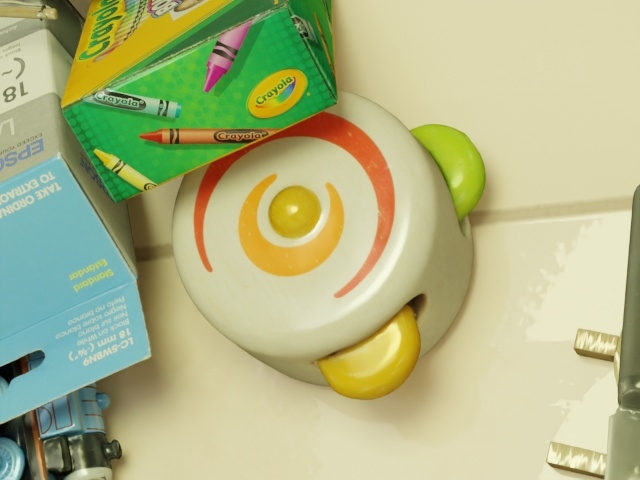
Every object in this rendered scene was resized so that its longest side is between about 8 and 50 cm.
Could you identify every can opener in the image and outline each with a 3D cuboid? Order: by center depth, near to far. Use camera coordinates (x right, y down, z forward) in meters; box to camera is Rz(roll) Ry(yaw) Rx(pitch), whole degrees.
[{"bbox_3d":[0.231,0.100,1.240,0.076,0.095,0.283,4,62,10],"label":"can opener"}]

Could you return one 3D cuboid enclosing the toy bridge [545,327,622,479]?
[{"bbox_3d":[0.184,0.150,1.260,0.063,0.026,0.188,11,78,19],"label":"toy bridge"}]

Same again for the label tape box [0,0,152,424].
[{"bbox_3d":[-0.269,-0.022,1.364,0.240,0.106,0.334,-25,47,10],"label":"label tape box"}]

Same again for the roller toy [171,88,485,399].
[{"bbox_3d":[0.000,0.000,1.301,0.191,0.146,0.209,11,78,22],"label":"roller toy"}]

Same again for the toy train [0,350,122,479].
[{"bbox_3d":[-0.207,0.115,1.376,0.105,0.080,0.184,-16,69,7],"label":"toy train"}]

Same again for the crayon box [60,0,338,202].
[{"bbox_3d":[-0.080,-0.145,1.320,0.165,0.081,0.278,-24,24,10],"label":"crayon box"}]

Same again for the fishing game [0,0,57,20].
[{"bbox_3d":[-0.194,-0.231,1.407,0.189,0.041,0.264,7,33,23],"label":"fishing game"}]
